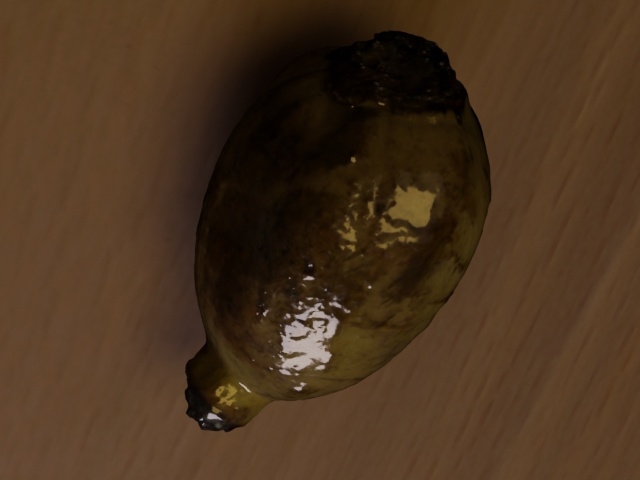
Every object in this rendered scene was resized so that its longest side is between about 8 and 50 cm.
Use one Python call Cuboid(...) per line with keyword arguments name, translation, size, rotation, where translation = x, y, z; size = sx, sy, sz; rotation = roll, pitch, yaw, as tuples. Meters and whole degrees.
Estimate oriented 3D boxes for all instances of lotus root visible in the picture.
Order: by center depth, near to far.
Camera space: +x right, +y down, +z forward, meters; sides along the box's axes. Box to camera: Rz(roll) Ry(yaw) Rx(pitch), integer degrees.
Cuboid(name="lotus root", translation=(0.000, 0.000, 0.891), size=(0.138, 0.138, 0.214), rotation=(20, 118, -29))
